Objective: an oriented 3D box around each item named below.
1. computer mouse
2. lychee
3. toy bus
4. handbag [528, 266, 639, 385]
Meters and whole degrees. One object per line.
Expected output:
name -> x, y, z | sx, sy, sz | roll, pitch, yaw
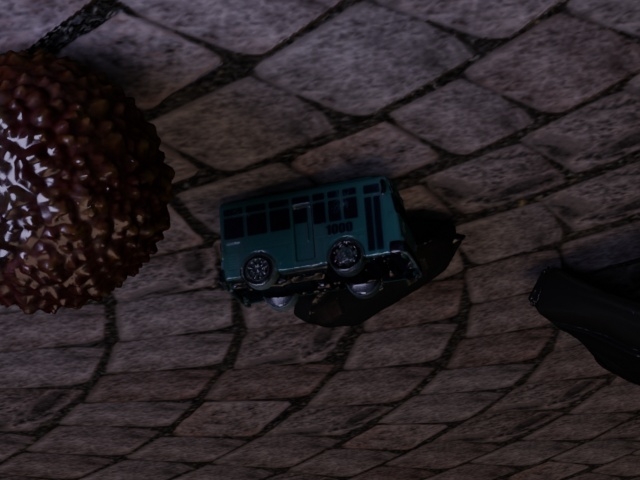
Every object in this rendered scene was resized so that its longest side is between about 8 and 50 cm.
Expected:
computer mouse -> 0.049, 0.022, 1.337 | 0.172, 0.057, 0.099 | -26, 145, -1
lychee -> -0.182, -0.037, 0.969 | 0.188, 0.188, 0.188 | -9, 156, -4
toy bus -> 0.000, 0.000, 1.220 | 0.160, 0.092, 0.079 | -9, 159, 13
handbag -> 0.353, 0.112, 1.497 | 0.246, 0.080, 0.223 | 18, 175, 34
